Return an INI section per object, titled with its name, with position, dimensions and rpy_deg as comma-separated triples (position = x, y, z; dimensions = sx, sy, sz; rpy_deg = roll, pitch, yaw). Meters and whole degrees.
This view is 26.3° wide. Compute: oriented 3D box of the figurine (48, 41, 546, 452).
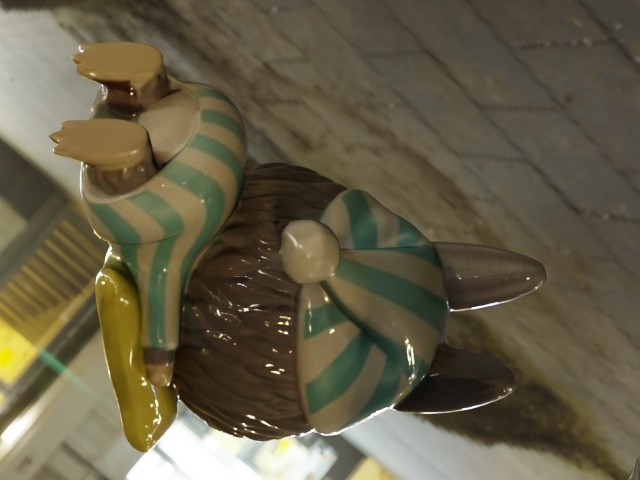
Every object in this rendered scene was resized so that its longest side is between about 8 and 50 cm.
[figurine]
position = 0.000, 0.000, 1.183
dimensions = 0.361, 0.378, 0.266
rpy_deg = 81, -175, -45

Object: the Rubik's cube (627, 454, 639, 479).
[Rubik's cube]
position = 0.255, 0.265, 0.596
dimensions = 0.301, 0.305, 0.303
rpy_deg = 15, 133, 7
